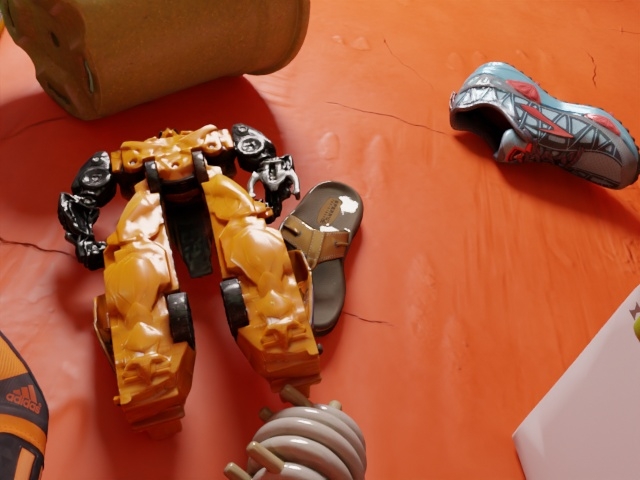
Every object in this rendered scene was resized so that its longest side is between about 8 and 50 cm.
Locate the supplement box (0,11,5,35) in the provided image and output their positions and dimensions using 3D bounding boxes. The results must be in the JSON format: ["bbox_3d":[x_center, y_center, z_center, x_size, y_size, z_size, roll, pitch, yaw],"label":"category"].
[{"bbox_3d":[-0.429,-0.344,0.655,0.195,0.356,0.194,2,43,-18],"label":"supplement box"}]

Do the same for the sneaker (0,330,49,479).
[{"bbox_3d":[-0.324,0.100,0.403,0.321,0.124,0.180,22,36,-12],"label":"sneaker"}]

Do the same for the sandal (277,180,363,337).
[{"bbox_3d":[0.000,0.000,0.655,0.090,0.060,0.219,22,42,5],"label":"sandal"}]

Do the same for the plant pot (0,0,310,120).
[{"bbox_3d":[-0.197,-0.267,0.754,0.276,0.276,0.254,38,55,22],"label":"plant pot"}]

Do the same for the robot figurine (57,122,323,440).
[{"bbox_3d":[-0.108,0.010,0.571,0.211,0.085,0.291,-12,48,-9],"label":"robot figurine"}]

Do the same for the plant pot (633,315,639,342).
[{"bbox_3d":[0.339,0.044,0.306,0.227,0.207,0.228,-6,47,-28],"label":"plant pot"}]

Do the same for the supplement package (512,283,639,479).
[{"bbox_3d":[0.264,0.191,0.430,0.145,0.204,0.261,9,42,-14],"label":"supplement package"}]

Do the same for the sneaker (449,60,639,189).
[{"bbox_3d":[0.283,-0.128,0.893,0.262,0.104,0.125,35,61,24],"label":"sneaker"}]

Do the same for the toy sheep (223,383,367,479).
[{"bbox_3d":[-0.010,0.152,0.467,0.091,0.091,0.132,25,36,8],"label":"toy sheep"}]
